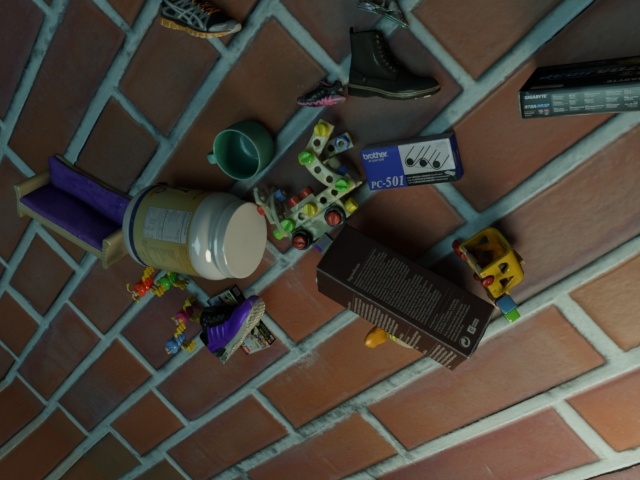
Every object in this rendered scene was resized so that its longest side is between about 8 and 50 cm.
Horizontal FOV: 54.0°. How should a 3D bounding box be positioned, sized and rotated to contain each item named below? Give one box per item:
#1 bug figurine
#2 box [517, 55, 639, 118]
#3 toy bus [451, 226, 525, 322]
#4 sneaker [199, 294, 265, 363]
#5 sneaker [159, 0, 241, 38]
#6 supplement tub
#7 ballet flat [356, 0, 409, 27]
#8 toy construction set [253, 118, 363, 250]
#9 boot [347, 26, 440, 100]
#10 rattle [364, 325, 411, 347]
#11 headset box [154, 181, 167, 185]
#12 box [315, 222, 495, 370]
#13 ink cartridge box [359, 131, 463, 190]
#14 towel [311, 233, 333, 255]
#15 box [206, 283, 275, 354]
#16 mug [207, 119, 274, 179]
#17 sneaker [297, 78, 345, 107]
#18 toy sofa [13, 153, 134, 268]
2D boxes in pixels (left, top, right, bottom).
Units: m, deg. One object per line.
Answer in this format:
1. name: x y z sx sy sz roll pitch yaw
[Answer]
1. bug figurine: -0.443 0.191 1.833 0.072 0.216 0.278 -20 104 22
2. box: 0.462 -0.260 1.058 0.220 0.175 0.051 2 118 30
3. toy bus: 0.381 0.060 1.342 0.104 0.202 0.191 -36 92 7
4. sneaker: -0.270 0.230 1.780 0.146 0.102 0.293 40 130 5
5. sneaker: -0.272 -0.505 1.398 0.215 0.084 0.083 19 121 20
6. supplement tub: -0.321 -0.021 1.624 0.317 0.228 0.228 9 122 25
7. ballet flat: 0.126 -0.453 1.226 0.114 0.041 0.041 27 128 12
8. toy construction set: -0.034 -0.110 1.448 0.328 0.151 0.215 -34 92 40
9. boot: 0.141 -0.356 1.257 0.198 0.077 0.136 8 116 25
10. rattle: 0.231 0.242 1.528 0.200 0.143 0.130 34 111 16
11. headset box: -0.447 -0.112 1.749 0.032 0.062 0.083 2 118 30
12. box: 0.183 0.133 1.439 0.382 0.143 0.191 28 163 10
13. ink cartridge box: 0.194 -0.168 1.353 0.207 0.046 0.097 -4 115 32
14. towel: 0.000 0.000 1.592 0.083 0.009 0.060 42 129 1
15. box: -0.234 0.236 1.855 0.114 0.036 0.207 -28 102 39
16. mug: -0.188 -0.226 1.506 0.158 0.097 0.129 25 128 16
17. sneaker: 0.000 -0.324 1.380 0.120 0.047 0.057 -2 95 30
18. toy sofa: -0.718 -0.092 1.863 0.363 0.150 0.177 29 130 12
